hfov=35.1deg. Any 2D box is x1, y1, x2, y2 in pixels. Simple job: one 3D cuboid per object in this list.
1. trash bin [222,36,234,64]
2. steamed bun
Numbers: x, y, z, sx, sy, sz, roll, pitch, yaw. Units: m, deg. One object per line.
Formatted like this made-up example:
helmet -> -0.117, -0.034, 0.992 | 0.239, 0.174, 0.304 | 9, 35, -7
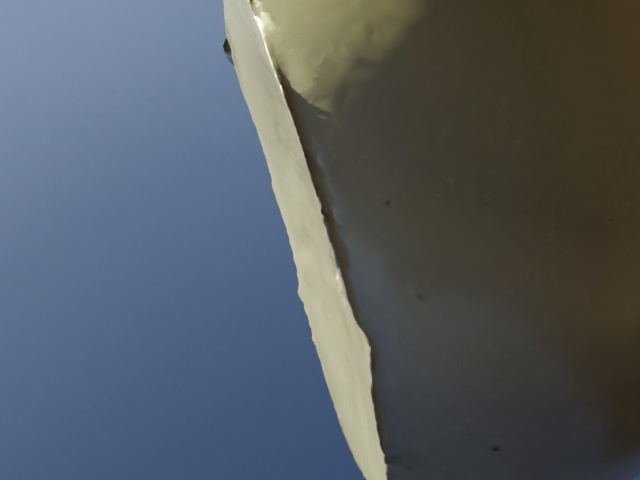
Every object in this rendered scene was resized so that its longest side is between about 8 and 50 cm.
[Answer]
trash bin -> 0.034, -0.146, 0.857 | 0.161, 0.175, 0.175 | 53, -153, -27
steamed bun -> 0.084, -0.028, 0.505 | 0.206, 0.324, 0.324 | -18, -133, -5
